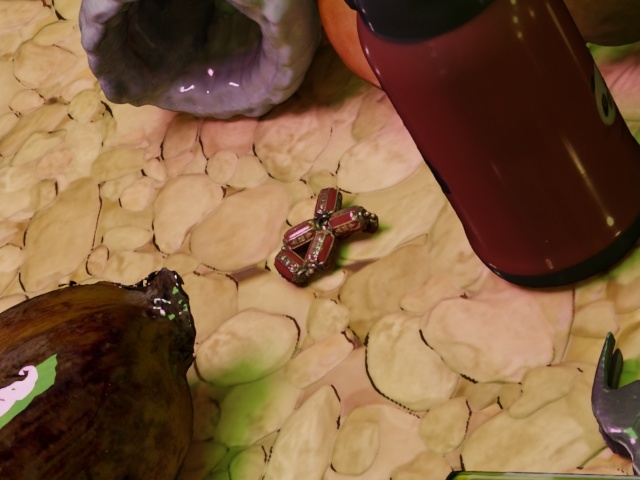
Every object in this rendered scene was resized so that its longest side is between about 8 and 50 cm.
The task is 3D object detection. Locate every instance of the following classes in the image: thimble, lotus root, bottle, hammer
[{"bbox_3d":[-0.092,-0.207,1.589,0.250,0.204,0.172,-33,37,53],"label":"thimble"},{"bbox_3d":[-0.235,0.174,1.364,0.397,0.179,0.196,-43,45,-8],"label":"lotus root"},{"bbox_3d":[0.114,-0.120,1.292,0.144,0.336,0.144,-17,45,17],"label":"bottle"},{"bbox_3d":[0.303,0.047,1.251,0.287,0.033,0.111,-34,43,0],"label":"hammer"}]

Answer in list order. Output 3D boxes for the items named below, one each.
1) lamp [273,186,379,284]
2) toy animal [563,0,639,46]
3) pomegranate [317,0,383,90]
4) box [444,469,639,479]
[{"bbox_3d":[0.000,0.000,1.484,0.083,0.031,0.063,-48,42,-8],"label":"lamp"},{"bbox_3d":[0.327,-0.181,1.356,0.363,0.180,0.181,27,76,20],"label":"toy animal"},{"bbox_3d":[0.093,-0.200,1.498,0.191,0.191,0.191,-17,46,18],"label":"pomegranate"},{"bbox_3d":[0.224,0.206,1.114,0.345,0.097,0.134,-3,43,30],"label":"box"}]
